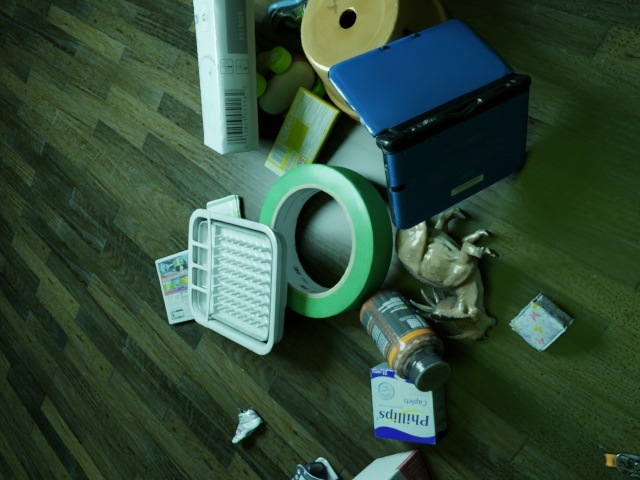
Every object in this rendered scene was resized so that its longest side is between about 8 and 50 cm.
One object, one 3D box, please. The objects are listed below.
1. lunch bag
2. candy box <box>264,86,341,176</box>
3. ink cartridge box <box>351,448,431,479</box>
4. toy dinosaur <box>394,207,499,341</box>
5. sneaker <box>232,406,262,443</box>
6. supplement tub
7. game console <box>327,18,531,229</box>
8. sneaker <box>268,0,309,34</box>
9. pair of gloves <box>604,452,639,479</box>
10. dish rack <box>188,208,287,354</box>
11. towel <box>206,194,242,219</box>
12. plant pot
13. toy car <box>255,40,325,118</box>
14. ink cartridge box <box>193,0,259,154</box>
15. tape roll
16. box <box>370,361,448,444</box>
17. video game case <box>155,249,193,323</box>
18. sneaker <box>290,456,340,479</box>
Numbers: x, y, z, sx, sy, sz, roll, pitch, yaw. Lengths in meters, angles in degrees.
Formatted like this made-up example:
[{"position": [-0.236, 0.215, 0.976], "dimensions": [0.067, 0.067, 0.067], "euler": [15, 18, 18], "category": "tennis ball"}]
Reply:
[{"position": [0.379, 0.144, 0.804], "dimensions": [0.071, 0.053, 0.083], "euler": [44, 135, 24], "category": "lunch bag"}, {"position": [-0.044, -0.228, 1.048], "dimensions": [0.105, 0.027, 0.206], "euler": [35, 119, 8], "category": "candy box"}, {"position": [0.151, 0.563, 0.834], "dimensions": [0.117, 0.207, 0.283], "euler": [-30, 74, 28], "category": "ink cartridge box"}, {"position": [0.215, 0.044, 0.873], "dimensions": [0.296, 0.127, 0.200], "euler": [46, 117, 30], "category": "toy dinosaur"}, {"position": [-0.192, 0.449, 1.145], "dimensions": [0.098, 0.038, 0.069], "euler": [-43, 66, 12], "category": "sneaker"}, {"position": [0.157, 0.184, 0.863], "dimensions": [0.106, 0.106, 0.198], "euler": [-56, 35, 17], "category": "supplement tub"}, {"position": [0.190, -0.204, 0.796], "dimensions": [0.173, 0.293, 0.250], "euler": [44, 155, 49], "category": "game console"}, {"position": [-0.036, -0.526, 1.083], "dimensions": [0.188, 0.067, 0.078], "euler": [2, 110, 29], "category": "sneaker"}, {"position": [0.502, 0.386, 0.746], "dimensions": [0.074, 0.010, 0.083], "euler": [-7, 82, 32], "category": "pair of gloves"}, {"position": [-0.188, 0.083, 1.067], "dimensions": [0.332, 0.072, 0.286], "euler": [14, 104, 43], "category": "dish rack"}, {"position": [-0.244, -0.034, 1.207], "dimensions": [0.113, 0.023, 0.152], "euler": [-12, 84, 32], "category": "towel"}, {"position": [0.097, -0.390, 0.909], "dimensions": [0.290, 0.203, 0.291], "euler": [-1, 89, 31], "category": "plant pot"}, {"position": [-0.100, -0.399, 1.068], "dimensions": [0.149, 0.155, 0.188], "euler": [-36, 58, 25], "category": "toy car"}, {"position": [-0.251, -0.381, 1.044], "dimensions": [0.385, 0.091, 0.308], "euler": [33, 128, 53], "category": "ink cartridge box"}, {"position": [0.000, 0.000, 0.990], "dimensions": [0.321, 0.077, 0.321], "euler": [4, 96, 40], "category": "tape roll"}, {"position": [0.173, 0.314, 0.910], "dimensions": [0.126, 0.072, 0.137], "euler": [-7, 85, 31], "category": "box"}, {"position": [-0.353, 0.120, 1.252], "dimensions": [0.201, 0.023, 0.184], "euler": [-16, 86, 30], "category": "video game case"}, {"position": [-0.072, 0.556, 1.030], "dimensions": [0.282, 0.099, 0.153], "euler": [-3, 80, 33], "category": "sneaker"}]
